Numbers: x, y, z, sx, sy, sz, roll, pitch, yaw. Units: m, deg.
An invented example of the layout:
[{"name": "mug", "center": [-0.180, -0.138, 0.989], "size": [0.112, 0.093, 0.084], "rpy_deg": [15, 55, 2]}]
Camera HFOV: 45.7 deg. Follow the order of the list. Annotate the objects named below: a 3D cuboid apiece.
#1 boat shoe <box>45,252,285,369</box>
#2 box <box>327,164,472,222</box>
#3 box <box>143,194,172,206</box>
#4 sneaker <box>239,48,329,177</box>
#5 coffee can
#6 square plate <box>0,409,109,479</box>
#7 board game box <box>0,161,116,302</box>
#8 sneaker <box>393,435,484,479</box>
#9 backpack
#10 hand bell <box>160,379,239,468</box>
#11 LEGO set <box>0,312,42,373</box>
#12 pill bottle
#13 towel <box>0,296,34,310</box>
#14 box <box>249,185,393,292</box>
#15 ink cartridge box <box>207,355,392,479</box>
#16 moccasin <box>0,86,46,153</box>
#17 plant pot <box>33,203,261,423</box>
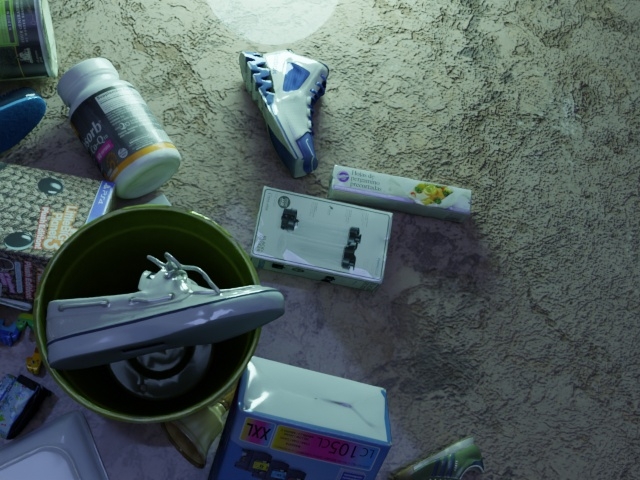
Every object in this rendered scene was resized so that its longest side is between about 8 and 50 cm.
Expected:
[{"name": "boat shoe", "center": [-0.246, 0.089, 1.190], "size": [0.367, 0.136, 0.156], "rpy_deg": [-13, 71, -3]}, {"name": "box", "center": [0.181, -0.104, 1.724], "size": [0.324, 0.067, 0.063], "rpy_deg": [10, 70, -5]}, {"name": "box", "center": [-0.347, -0.023, 1.589], "size": [0.102, 0.101, 0.087], "rpy_deg": [-34, 80, -19]}, {"name": "sneaker", "center": [-0.047, -0.319, 1.723], "size": [0.182, 0.127, 0.315], "rpy_deg": [-21, 75, -13]}, {"name": "coffee can", "center": [-0.718, -0.435, 1.610], "size": [0.276, 0.201, 0.201], "rpy_deg": [-8, 74, -12]}, {"name": "square plate", "center": [-0.546, 0.541, 1.400], "size": [0.347, 0.049, 0.343], "rpy_deg": [-24, 77, -16]}, {"name": "board game box", "center": [-0.572, -0.014, 1.486], "size": [0.291, 0.141, 0.232], "rpy_deg": [10, 46, -6]}, {"name": "sneaker", "center": [0.250, 0.475, 1.545], "size": [0.192, 0.064, 0.086], "rpy_deg": [-21, 72, -18]}, {"name": "backpack", "center": [-0.583, 0.313, 1.439], "size": [0.084, 0.105, 0.114], "rpy_deg": [27, 71, 1]}, {"name": "hand bell", "center": [-0.189, 0.324, 1.519], "size": [0.126, 0.126, 0.242], "rpy_deg": [45, 58, 7]}, {"name": "LEGO set", "center": [-0.573, 0.201, 1.484], "size": [0.227, 0.087, 0.093], "rpy_deg": [13, 55, -5]}, {"name": "pill bottle", "center": [-0.432, -0.239, 1.615], "size": [0.162, 0.162, 0.278], "rpy_deg": [-32, 79, -18]}, {"name": "towel", "center": [-0.604, 0.075, 1.522], "size": [0.113, 0.023, 0.152], "rpy_deg": [16, 39, -4]}, {"name": "box", "center": [0.000, 0.000, 1.648], "size": [0.290, 0.087, 0.169], "rpy_deg": [11, 71, -5]}, {"name": "ink cartridge box", "center": [-0.059, 0.427, 1.387], "size": [0.270, 0.395, 0.151], "rpy_deg": [15, 32, -6]}, {"name": "moccasin", "center": [-0.743, -0.229, 1.573], "size": [0.342, 0.137, 0.117], "rpy_deg": [-37, 67, -23]}, {"name": "plant pot", "center": [-0.302, 0.167, 1.401], "size": [0.367, 0.353, 0.366], "rpy_deg": [3, 71, -8]}]
